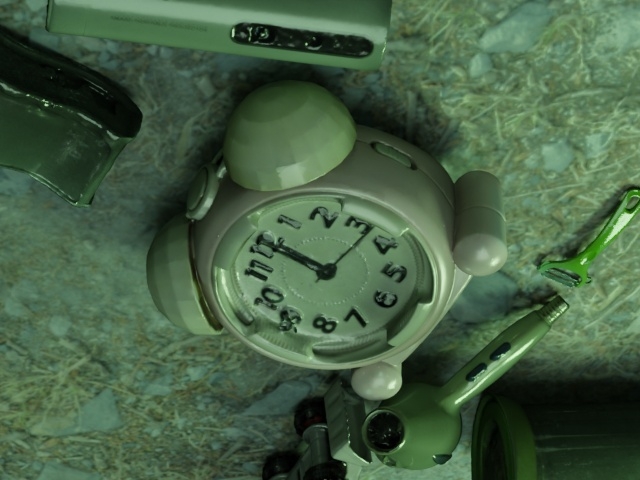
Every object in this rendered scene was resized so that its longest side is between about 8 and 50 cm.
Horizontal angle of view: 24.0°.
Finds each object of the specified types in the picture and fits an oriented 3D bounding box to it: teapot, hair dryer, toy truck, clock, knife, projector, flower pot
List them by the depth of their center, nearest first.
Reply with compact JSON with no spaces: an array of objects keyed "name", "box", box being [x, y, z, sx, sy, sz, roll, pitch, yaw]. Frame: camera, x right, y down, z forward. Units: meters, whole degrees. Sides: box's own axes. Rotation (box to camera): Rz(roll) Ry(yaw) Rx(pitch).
[{"name":"projector","box":[-0.100,-0.237,1.485,0.338,0.108,0.108,6,132,-12]},{"name":"flower pot","box":[-0.303,-0.134,1.556,0.229,0.103,0.108,26,124,-28]},{"name":"clock","box":[0.000,0.000,1.679,0.326,0.184,0.342,21,122,-20]},{"name":"knife","box":[0.340,0.000,1.826,0.078,0.022,0.166,18,129,-29]},{"name":"hair dryer","box":[0.151,0.187,1.840,0.298,0.119,0.296,-49,165,27]},{"name":"toy truck","box":[0.005,0.309,1.993,0.111,0.136,0.286,12,133,-21]},{"name":"teapot","box":[0.381,0.308,2.022,0.337,0.200,0.270,-1,159,-10]}]
